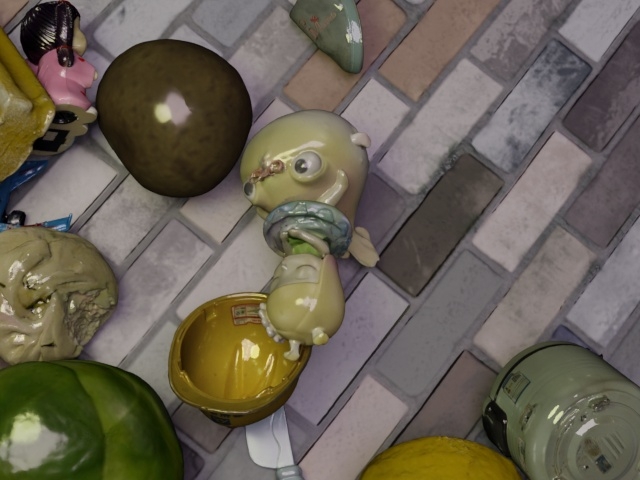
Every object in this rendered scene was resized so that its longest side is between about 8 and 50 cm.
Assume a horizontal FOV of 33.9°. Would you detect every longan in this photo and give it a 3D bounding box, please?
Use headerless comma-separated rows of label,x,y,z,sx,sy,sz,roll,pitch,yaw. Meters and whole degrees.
longan,-0.226,-0.195,1.613,0.246,0.215,0.246,0,55,0

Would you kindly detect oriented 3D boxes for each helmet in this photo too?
helmet,-0.118,0.204,1.561,0.205,0.140,0.257,9,41,10

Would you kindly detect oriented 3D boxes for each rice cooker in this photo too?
rice cooker,0.373,0.276,1.577,0.226,0.244,0.226,-4,107,-12

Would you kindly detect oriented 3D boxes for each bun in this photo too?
bun,-0.406,0.087,1.540,0.237,0.116,0.210,1,102,-30

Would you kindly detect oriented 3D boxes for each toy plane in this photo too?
toy plane,-0.516,-0.016,1.592,0.254,0.105,0.271,16,78,-3

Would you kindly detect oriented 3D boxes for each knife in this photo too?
knife,-0.068,0.328,1.615,0.080,0.044,0.331,-16,75,-3

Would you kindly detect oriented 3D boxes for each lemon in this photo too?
lemon,0.183,0.411,1.513,0.310,0.253,0.253,5,78,-7

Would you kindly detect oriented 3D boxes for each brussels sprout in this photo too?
brussels sprout,-0.383,0.318,1.460,0.371,0.276,0.315,-19,97,-14

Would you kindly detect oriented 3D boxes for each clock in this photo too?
clock,-0.415,-0.252,1.610,0.100,0.194,0.195,3,69,-32

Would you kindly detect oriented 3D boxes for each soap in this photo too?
soap,-0.529,-0.220,1.543,0.199,0.091,0.315,-48,57,15

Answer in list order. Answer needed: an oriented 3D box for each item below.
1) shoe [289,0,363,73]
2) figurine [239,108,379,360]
shoe,-0.001,-0.387,1.735,0.100,0.103,0.251,-16,76,-11
figurine,0.000,0.000,1.582,0.274,0.226,0.394,32,46,-37
